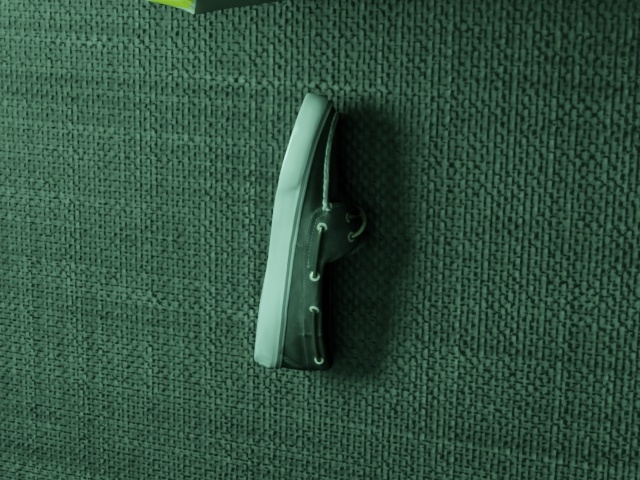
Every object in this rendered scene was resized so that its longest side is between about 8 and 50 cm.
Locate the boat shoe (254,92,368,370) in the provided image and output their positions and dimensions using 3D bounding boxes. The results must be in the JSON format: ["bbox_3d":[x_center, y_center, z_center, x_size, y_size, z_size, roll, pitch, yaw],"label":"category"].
[{"bbox_3d":[0.000,0.000,1.141,0.076,0.080,0.229,11,104,4],"label":"boat shoe"}]

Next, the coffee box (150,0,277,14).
[{"bbox_3d":[-0.130,-0.356,0.968,0.338,0.334,0.338,16,108,21],"label":"coffee box"}]
